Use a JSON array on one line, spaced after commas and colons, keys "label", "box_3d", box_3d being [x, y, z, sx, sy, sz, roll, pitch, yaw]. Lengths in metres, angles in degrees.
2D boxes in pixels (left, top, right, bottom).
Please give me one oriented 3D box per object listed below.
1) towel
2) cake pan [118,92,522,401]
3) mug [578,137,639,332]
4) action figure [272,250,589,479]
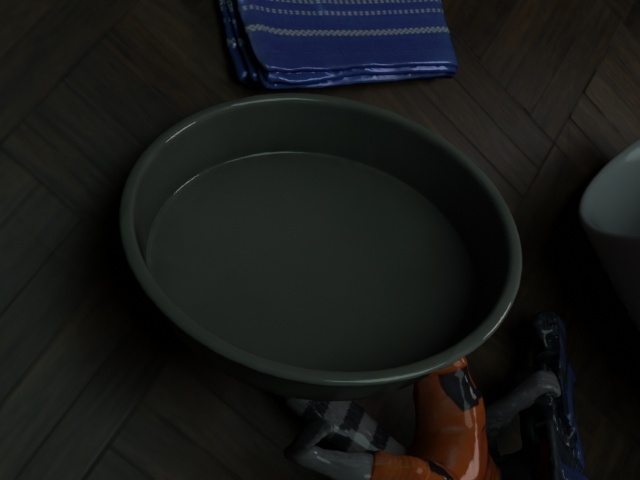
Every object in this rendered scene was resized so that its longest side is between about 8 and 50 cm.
[{"label": "towel", "box_3d": [0.002, -0.301, 0.857, 0.243, 0.040, 0.335, -9, 85, -33]}, {"label": "cake pan", "box_3d": [0.000, 0.000, 0.700, 0.293, 0.054, 0.293, 6, 46, -6]}, {"label": "mug", "box_3d": [0.467, 0.055, 0.873, 0.276, 0.374, 0.328, -37, 107, -17]}, {"label": "action figure", "box_3d": [0.121, 0.170, 0.798, 0.330, 0.179, 0.341, 50, 30, -20]}]
